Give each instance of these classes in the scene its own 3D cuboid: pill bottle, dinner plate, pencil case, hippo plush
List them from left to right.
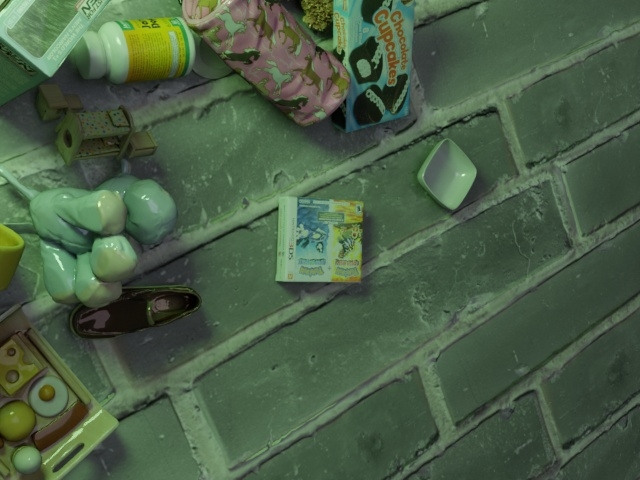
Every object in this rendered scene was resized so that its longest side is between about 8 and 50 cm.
[{"bbox_3d":[-0.398,-0.018,1.617,0.236,0.294,0.234,-26,125,-56],"label":"hippo plush"},{"bbox_3d":[-0.354,-0.361,1.672,0.208,0.117,0.118,-14,98,-31],"label":"pill bottle"},{"bbox_3d":[-0.211,-0.398,1.794,0.141,0.017,0.141,-17,121,-31],"label":"dinner plate"},{"bbox_3d":[-0.100,-0.392,1.769,0.386,0.167,0.160,40,30,-42],"label":"pencil case"}]

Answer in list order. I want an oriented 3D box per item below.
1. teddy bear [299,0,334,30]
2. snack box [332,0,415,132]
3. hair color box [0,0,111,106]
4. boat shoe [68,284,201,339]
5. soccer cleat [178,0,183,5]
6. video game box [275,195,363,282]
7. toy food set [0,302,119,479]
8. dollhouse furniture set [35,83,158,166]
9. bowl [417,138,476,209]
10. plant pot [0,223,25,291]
[{"bbox_3d":[-0.052,-0.606,1.856,0.338,0.113,0.245,21,97,-34],"label":"teddy bear"},{"bbox_3d":[0.117,-0.415,1.941,0.187,0.060,0.322,-20,124,-31],"label":"snack box"},{"bbox_3d":[-0.482,-0.339,1.437,0.113,0.374,0.185,41,69,-26],"label":"hair color box"},{"bbox_3d":[-0.350,0.131,1.690,0.257,0.095,0.095,-15,98,-32],"label":"boat shoe"},{"bbox_3d":[-0.232,-0.599,1.744,0.121,0.093,0.289,-17,116,-36],"label":"soccer cleat"},{"bbox_3d":[0.000,0.000,1.945,0.205,0.048,0.187,2,92,-33],"label":"video game box"},{"bbox_3d":[-0.536,0.293,1.573,0.219,0.092,0.306,-43,112,-25],"label":"toy food set"},{"bbox_3d":[-0.404,-0.240,1.623,0.181,0.101,0.161,-14,64,-41],"label":"dollhouse furniture set"},{"bbox_3d":[0.300,-0.158,2.134,0.142,0.053,0.142,42,68,-25],"label":"bowl"},{"bbox_3d":[-0.644,0.071,1.428,0.254,0.254,0.239,18,97,-31],"label":"plant pot"}]
